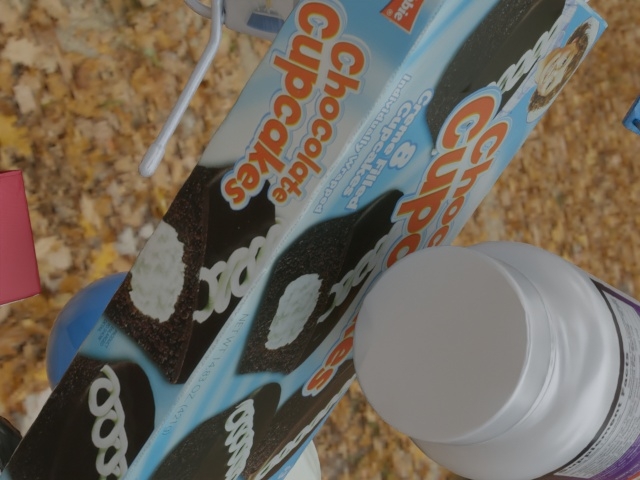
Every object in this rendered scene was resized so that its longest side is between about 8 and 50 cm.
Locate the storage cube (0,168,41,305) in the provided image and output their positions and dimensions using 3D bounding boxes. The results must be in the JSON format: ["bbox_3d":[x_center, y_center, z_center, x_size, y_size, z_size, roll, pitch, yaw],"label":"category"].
[{"bbox_3d":[-0.551,0.005,1.684,0.215,0.183,0.193,-17,103,-50],"label":"storage cube"}]

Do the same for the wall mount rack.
[{"bbox_3d":[-0.059,-0.188,1.115,0.130,0.350,0.304,-27,130,-46],"label":"wall mount rack"}]

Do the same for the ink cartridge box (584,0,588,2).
[{"bbox_3d":[0.076,-0.164,0.876,0.045,0.224,0.223,46,4,-29],"label":"ink cartridge box"}]

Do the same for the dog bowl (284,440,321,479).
[{"bbox_3d":[-0.119,0.244,0.941,0.265,0.104,0.265,-29,129,-43],"label":"dog bowl"}]

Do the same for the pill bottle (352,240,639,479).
[{"bbox_3d":[0.096,0.060,0.531,0.193,0.108,0.108,22,61,-56],"label":"pill bottle"}]

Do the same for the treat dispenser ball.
[{"bbox_3d":[-0.306,0.194,1.874,0.288,0.288,0.288,28,56,-54],"label":"treat dispenser ball"}]

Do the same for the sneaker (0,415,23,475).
[{"bbox_3d":[-0.302,0.255,1.033,0.072,0.077,0.178,49,23,-60],"label":"sneaker"}]

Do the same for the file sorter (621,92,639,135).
[{"bbox_3d":[0.298,-0.111,0.734,0.118,0.170,0.104,28,18,-3],"label":"file sorter"}]

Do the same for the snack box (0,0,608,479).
[{"bbox_3d":[0.000,0.000,0.541,0.060,0.322,0.187,40,16,22],"label":"snack box"}]
